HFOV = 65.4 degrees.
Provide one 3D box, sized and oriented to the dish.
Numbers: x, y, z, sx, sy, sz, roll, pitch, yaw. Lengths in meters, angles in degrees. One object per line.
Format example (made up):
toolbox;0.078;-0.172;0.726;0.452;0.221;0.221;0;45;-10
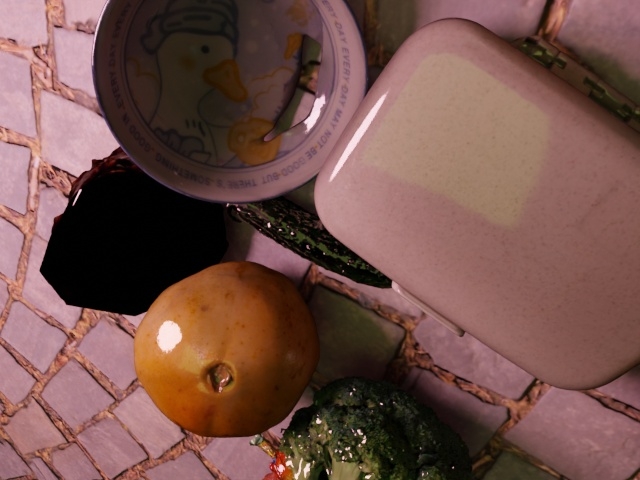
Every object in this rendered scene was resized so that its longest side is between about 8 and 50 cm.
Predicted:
dish;-0.094;-0.189;0.552;0.274;0.133;0.273;-6;128;-8

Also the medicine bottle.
medicine bottle;0.192;-0.026;0.500;0.375;0.123;0.282;34;118;-1

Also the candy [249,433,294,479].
candy;-0.097;0.317;0.805;0.201;0.060;0.060;43;119;10

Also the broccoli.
broccoli;0.062;0.305;0.612;0.270;0.270;0.270;20;145;15

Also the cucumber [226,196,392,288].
cucumber;-0.001;0.001;0.628;0.245;0.067;0.067;29;118;5

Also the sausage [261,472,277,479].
sausage;-0.058;0.424;0.823;0.094;0.054;0.059;39;119;2

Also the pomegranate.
pomegranate;-0.109;0.137;0.629;0.233;0.233;0.233;8;113;18

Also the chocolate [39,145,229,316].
chocolate;-0.249;-0.041;0.685;0.224;0.206;0.177;-54;42;19
